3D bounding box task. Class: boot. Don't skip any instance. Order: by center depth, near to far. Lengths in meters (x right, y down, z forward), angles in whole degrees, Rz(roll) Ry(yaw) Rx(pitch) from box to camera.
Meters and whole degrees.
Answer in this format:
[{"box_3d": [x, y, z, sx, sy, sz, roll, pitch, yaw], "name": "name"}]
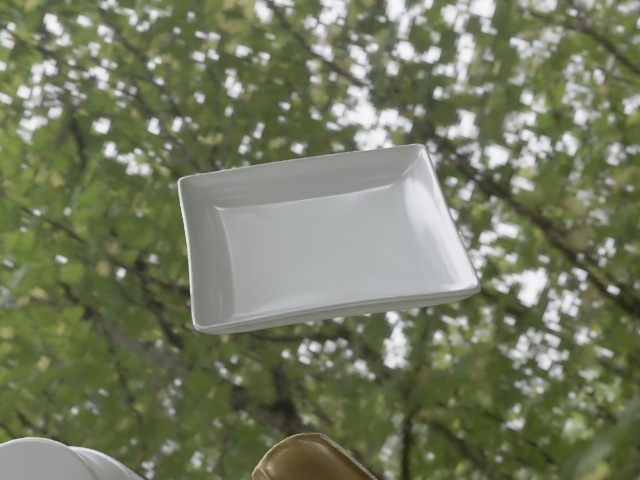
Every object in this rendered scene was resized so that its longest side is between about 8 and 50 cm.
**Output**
[{"box_3d": [0.092, 0.292, 1.378, 0.089, 0.269, 0.236, -55, -27, 8], "name": "boot"}]

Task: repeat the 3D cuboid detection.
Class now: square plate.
[{"box_3d": [0.000, 0.000, 1.802, 0.344, 0.347, 0.049, -9, -55, -4], "name": "square plate"}]

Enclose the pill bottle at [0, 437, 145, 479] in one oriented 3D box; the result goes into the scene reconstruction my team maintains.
[{"box_3d": [-0.203, 0.270, 1.218, 0.160, 0.160, 0.283, -57, -22, -14], "name": "pill bottle"}]
